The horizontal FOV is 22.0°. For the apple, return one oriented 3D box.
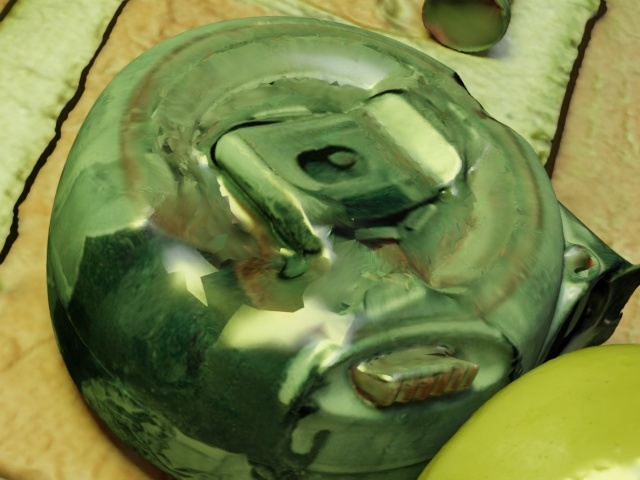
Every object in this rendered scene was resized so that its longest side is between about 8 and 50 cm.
[{"bbox_3d":[0.129,0.143,0.721,0.200,0.200,0.200,9,48,-10],"label":"apple"}]

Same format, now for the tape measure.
[{"bbox_3d":[0.000,0.000,0.832,0.275,0.147,0.256,-28,62,-36],"label":"tape measure"}]

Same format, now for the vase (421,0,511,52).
[{"bbox_3d":[0.113,-0.219,1.109,0.086,0.086,0.214,17,52,-2],"label":"vase"}]
